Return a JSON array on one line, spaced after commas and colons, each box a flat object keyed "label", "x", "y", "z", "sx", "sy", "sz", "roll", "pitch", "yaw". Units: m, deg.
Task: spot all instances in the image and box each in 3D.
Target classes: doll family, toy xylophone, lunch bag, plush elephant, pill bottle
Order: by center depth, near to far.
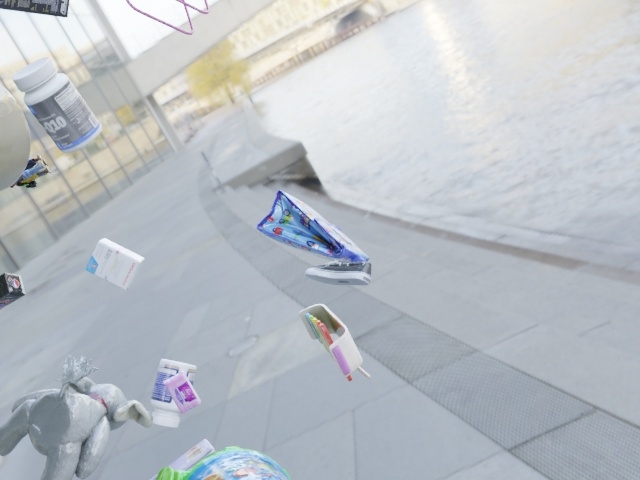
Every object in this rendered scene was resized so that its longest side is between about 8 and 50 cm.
[{"label": "pill bottle", "x": -0.412, "y": -0.212, "z": 1.181, "sx": 0.078, "sy": 0.137, "sz": 0.078, "roll": -21, "pitch": 33, "yaw": 14}, {"label": "plush elephant", "x": -0.554, "y": 0.421, "z": 1.748, "sx": 0.330, "sy": 0.272, "sz": 0.255, "roll": -62, "pitch": -26, "yaw": -2}, {"label": "doll family", "x": -0.837, "y": -0.191, "z": 2.153, "sx": 0.111, "sy": 0.076, "sz": 0.193, "roll": -28, "pitch": -3, "yaw": -11}, {"label": "lunch bag", "x": 0.000, "y": 0.000, "z": 2.167, "sx": 0.138, "sy": 0.293, "sz": 0.221, "roll": -59, "pitch": -21, "yaw": 1}, {"label": "pill bottle", "x": -0.440, "y": 0.451, "z": 2.228, "sx": 0.112, "sy": 0.112, "sz": 0.186, "roll": -8, "pitch": 67, "yaw": 58}, {"label": "toy xylophone", "x": 0.046, "y": 0.317, "z": 2.286, "sx": 0.081, "sy": 0.236, "sz": 0.323, "roll": -30, "pitch": 14, "yaw": -10}]

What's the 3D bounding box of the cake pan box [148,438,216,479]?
[{"label": "cake pan box", "x": -0.288, "y": 0.603, "z": 1.621, "sx": 0.267, "sy": 0.245, "sz": 0.070, "roll": -36, "pitch": 22, "yaw": -17}]

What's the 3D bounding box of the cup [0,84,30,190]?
[{"label": "cup", "x": -0.902, "y": -0.226, "z": 1.794, "sx": 0.331, "sy": 0.331, "sz": 0.237, "roll": -25, "pitch": 18, "yaw": 16}]

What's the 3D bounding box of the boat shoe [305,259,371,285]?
[{"label": "boat shoe", "x": 0.036, "y": 0.058, "z": 1.406, "sx": 0.142, "sy": 0.049, "sz": 0.040, "roll": 2, "pitch": 67, "yaw": 36}]

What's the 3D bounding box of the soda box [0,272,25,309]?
[{"label": "soda box", "x": -0.813, "y": 0.143, "z": 1.861, "sx": 0.169, "sy": 0.060, "sz": 0.053, "roll": -28, "pitch": -19, "yaw": 18}]

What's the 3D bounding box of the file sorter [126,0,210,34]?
[{"label": "file sorter", "x": -0.303, "y": -0.649, "z": 1.721, "sx": 0.202, "sy": 0.182, "sz": 0.291, "roll": 14, "pitch": -46, "yaw": -43}]

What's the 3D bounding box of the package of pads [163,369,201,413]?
[{"label": "package of pads", "x": -0.304, "y": 0.333, "z": 1.660, "sx": 0.050, "sy": 0.083, "sz": 0.032, "roll": -30, "pitch": 9, "yaw": -11}]

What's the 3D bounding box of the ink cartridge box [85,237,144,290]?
[{"label": "ink cartridge box", "x": -0.537, "y": 0.062, "z": 1.979, "sx": 0.088, "sy": 0.122, "sz": 0.052, "roll": -62, "pitch": 1, "yaw": 10}]

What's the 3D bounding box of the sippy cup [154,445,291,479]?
[{"label": "sippy cup", "x": -0.119, "y": 0.473, "z": 1.256, "sx": 0.305, "sy": 0.240, "sz": 0.224, "roll": -6, "pitch": -7, "yaw": -22}]

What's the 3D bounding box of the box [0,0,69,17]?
[{"label": "box", "x": -0.602, "y": -0.613, "z": 1.496, "sx": 0.076, "sy": 0.307, "sz": 0.242, "roll": 26, "pitch": 22, "yaw": 30}]
